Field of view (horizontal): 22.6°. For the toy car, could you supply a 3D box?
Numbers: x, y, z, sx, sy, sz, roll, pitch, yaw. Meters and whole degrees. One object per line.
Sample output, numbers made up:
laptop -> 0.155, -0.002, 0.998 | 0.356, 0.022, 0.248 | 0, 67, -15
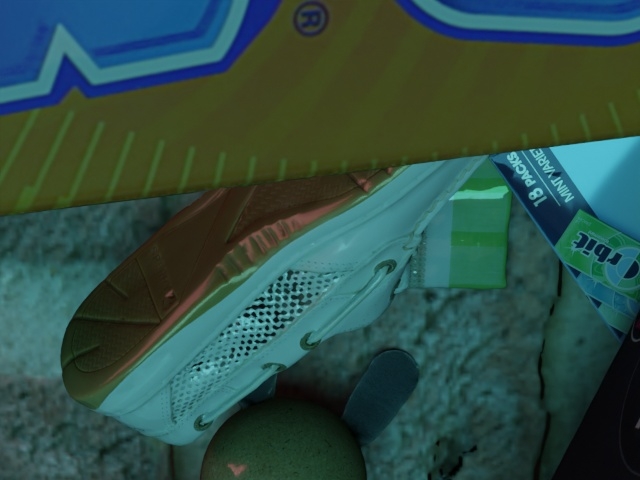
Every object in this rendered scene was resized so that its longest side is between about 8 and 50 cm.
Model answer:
toy car -> -0.023, 0.136, 0.861 | 0.155, 0.149, 0.188 | 17, 84, -4

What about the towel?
towel -> 0.024, -0.030, 0.826 | 0.152, 0.023, 0.113 | 4, 114, 3

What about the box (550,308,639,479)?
box -> 0.201, 0.106, 0.687 | 0.143, 0.165, 0.270 | 26, 91, -9

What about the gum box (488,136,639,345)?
gum box -> 0.199, -0.035, 0.779 | 0.184, 0.041, 0.157 | -33, 105, 13

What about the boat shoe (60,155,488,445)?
boat shoe -> 0.000, 0.000, 0.785 | 0.277, 0.098, 0.096 | -38, 128, 15

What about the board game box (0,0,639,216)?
board game box -> -0.051, -0.242, 0.451 | 0.357, 0.356, 0.356 | -8, 115, -13
